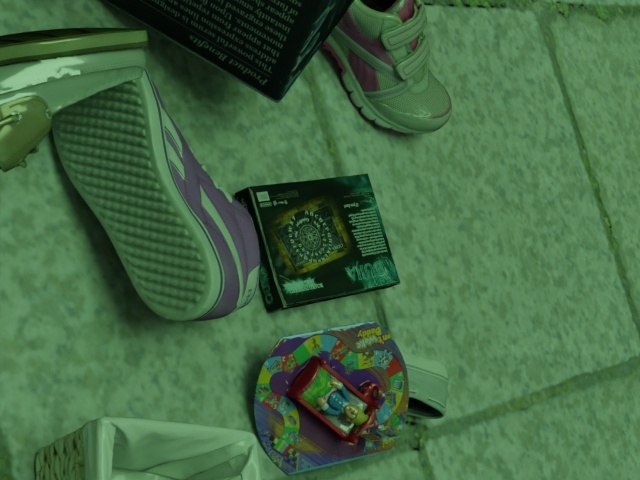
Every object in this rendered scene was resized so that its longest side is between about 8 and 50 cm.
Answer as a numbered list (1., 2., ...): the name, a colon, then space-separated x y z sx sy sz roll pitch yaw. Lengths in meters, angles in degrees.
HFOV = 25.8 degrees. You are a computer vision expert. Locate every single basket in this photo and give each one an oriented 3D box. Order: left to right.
1. basket: -0.140 0.212 1.130 0.167 0.103 0.113 15 63 -43

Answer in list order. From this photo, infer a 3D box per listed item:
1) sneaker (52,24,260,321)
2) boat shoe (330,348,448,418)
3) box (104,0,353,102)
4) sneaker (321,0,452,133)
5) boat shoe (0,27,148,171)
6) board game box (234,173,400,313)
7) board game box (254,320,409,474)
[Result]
1. sneaker: -0.144 -0.057 1.268 0.161 0.102 0.282 -2 69 -67
2. boat shoe: 0.066 0.150 1.412 0.184 0.066 0.063 20 58 -52
3. box: -0.009 -0.377 1.256 0.212 0.395 0.293 32 52 1
4. sneaker: 0.071 -0.220 1.532 0.252 0.111 0.103 45 45 -24
5. boat shoe: -0.273 -0.104 1.113 0.302 0.113 0.103 -18 107 -30
6. board game box: 0.000 0.000 1.428 0.186 0.026 0.126 -9 80 -48
7. board game box: 0.020 0.150 1.323 0.169 0.033 0.133 -8 97 -28
